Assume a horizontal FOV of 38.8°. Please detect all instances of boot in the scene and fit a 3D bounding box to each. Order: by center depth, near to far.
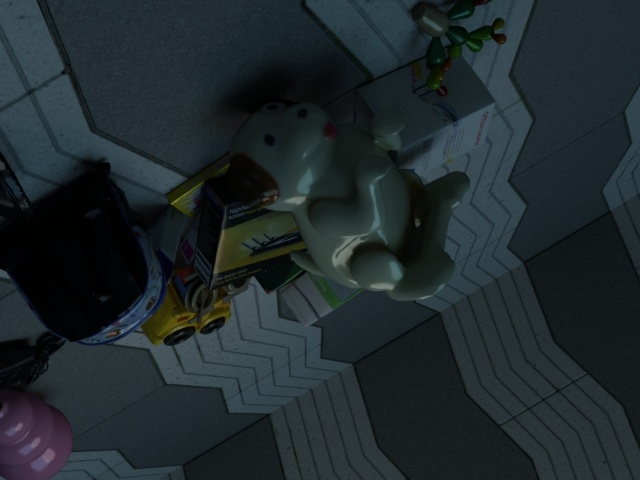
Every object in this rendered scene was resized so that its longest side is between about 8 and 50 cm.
[{"bbox_3d":[-0.562,-0.069,1.352,0.207,0.094,0.246,-30,152,-11],"label":"boot"}]

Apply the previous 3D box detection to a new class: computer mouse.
[{"bbox_3d":[-0.706,0.280,1.995,0.188,0.072,0.272,-46,166,30],"label":"computer mouse"}]

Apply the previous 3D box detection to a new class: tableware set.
[{"bbox_3d":[-0.213,0.101,1.973,0.194,0.039,0.128,-32,134,-41],"label":"tableware set"}]

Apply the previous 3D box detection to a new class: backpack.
[{"bbox_3d":[-0.406,0.051,1.599,0.277,0.263,0.213,-34,159,5],"label":"backpack"}]

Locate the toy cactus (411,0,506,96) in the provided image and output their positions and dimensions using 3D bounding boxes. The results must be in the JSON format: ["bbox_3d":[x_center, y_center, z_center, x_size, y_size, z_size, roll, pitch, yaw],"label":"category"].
[{"bbox_3d":[0.245,-0.384,1.705,0.181,0.112,0.219,18,119,-39],"label":"toy cactus"}]

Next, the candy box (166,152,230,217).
[{"bbox_3d":[-0.199,-0.122,1.814,0.206,0.027,0.105,-33,156,7],"label":"candy box"}]

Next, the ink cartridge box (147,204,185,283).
[{"bbox_3d":[-0.362,0.062,1.784,0.045,0.224,0.223,39,115,-24],"label":"ink cartridge box"}]

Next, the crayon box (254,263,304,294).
[{"bbox_3d":[0.000,0.000,2.197,0.319,0.081,0.202,-37,177,15],"label":"crayon box"}]

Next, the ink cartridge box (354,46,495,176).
[{"bbox_3d":[0.210,-0.252,1.866,0.233,0.168,0.171,-26,158,-12],"label":"ink cartridge box"}]

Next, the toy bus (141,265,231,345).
[{"bbox_3d":[-0.283,0.118,2.051,0.220,0.149,0.211,-13,157,-40],"label":"toy bus"}]

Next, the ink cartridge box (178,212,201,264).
[{"bbox_3d":[-0.143,-0.043,2.021,0.311,0.065,0.186,-15,155,-38],"label":"ink cartridge box"}]

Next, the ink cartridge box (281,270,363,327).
[{"bbox_3d":[0.045,0.090,2.197,0.198,0.114,0.273,-33,177,-26],"label":"ink cartridge box"}]

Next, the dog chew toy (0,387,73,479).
[{"bbox_3d":[-0.727,0.460,2.196,0.207,0.206,0.331,-26,150,-12],"label":"dog chew toy"}]

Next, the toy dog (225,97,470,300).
[{"bbox_3d":[0.021,-0.103,1.677,0.408,0.284,0.395,39,149,-27],"label":"toy dog"}]

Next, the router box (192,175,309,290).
[{"bbox_3d":[-0.103,-0.045,1.893,0.309,0.081,0.242,-19,142,-31],"label":"router box"}]
